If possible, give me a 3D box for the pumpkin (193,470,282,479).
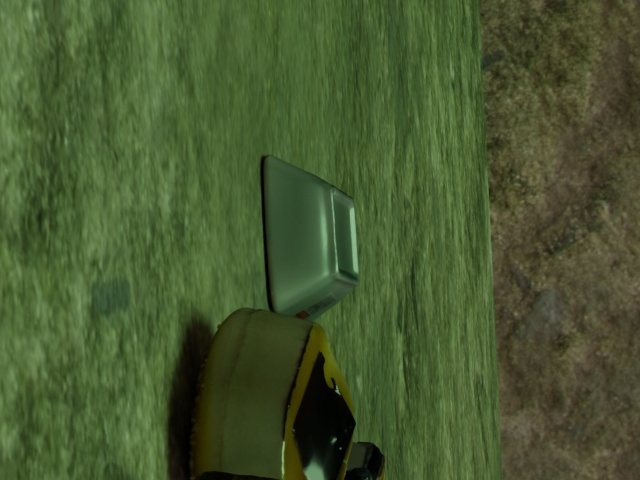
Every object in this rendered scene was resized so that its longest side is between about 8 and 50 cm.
[{"bbox_3d":[0.014,0.281,1.360,0.317,0.222,0.139,26,64,-28],"label":"pumpkin"}]

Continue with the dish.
[{"bbox_3d":[0.000,0.000,1.904,0.234,0.064,0.154,26,60,-78],"label":"dish"}]

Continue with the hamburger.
[{"bbox_3d":[-0.046,0.154,1.510,0.210,0.116,0.173,-75,150,-48],"label":"hamburger"}]

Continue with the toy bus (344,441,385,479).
[{"bbox_3d":[-0.016,0.284,1.625,0.317,0.112,0.138,-65,159,-66],"label":"toy bus"}]
